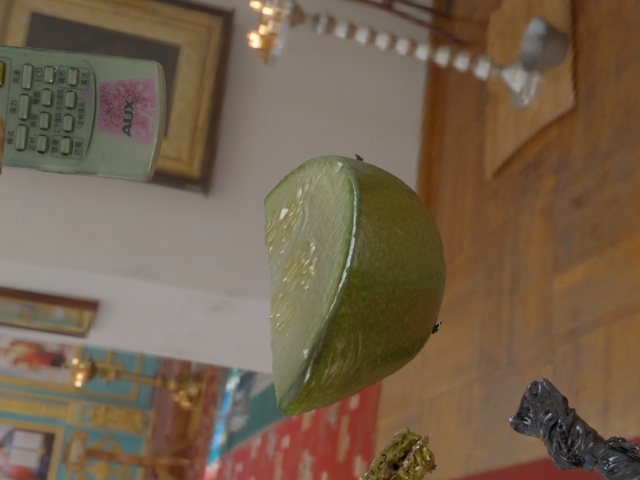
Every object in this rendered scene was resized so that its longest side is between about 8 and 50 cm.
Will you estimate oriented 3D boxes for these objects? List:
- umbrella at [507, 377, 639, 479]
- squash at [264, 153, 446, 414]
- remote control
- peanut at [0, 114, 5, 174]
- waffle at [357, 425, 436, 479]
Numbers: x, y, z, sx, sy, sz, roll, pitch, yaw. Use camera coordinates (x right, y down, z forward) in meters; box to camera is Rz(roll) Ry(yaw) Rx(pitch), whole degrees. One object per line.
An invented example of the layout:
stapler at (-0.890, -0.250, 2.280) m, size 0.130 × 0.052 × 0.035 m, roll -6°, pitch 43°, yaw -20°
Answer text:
umbrella at (0.331, 0.259, 1.369) m, size 0.224 × 0.071 × 0.080 m, roll 34°, pitch 114°, yaw 31°
squash at (0.000, 0.000, 0.804) m, size 0.111 × 0.203 × 0.289 m, roll -51°, pitch -18°, yaw 17°
remote control at (-0.351, -0.152, 1.288) m, size 0.050 × 0.344 × 0.145 m, roll 142°, pitch 133°, yaw -89°
peanut at (-0.217, -0.032, 0.645) m, size 0.054 × 0.054 × 0.113 m, roll 127°, pitch 167°, yaw -65°
waffle at (0.062, 0.299, 1.275) m, size 0.197 × 0.070 × 0.193 m, roll -54°, pitch -9°, yaw -1°
